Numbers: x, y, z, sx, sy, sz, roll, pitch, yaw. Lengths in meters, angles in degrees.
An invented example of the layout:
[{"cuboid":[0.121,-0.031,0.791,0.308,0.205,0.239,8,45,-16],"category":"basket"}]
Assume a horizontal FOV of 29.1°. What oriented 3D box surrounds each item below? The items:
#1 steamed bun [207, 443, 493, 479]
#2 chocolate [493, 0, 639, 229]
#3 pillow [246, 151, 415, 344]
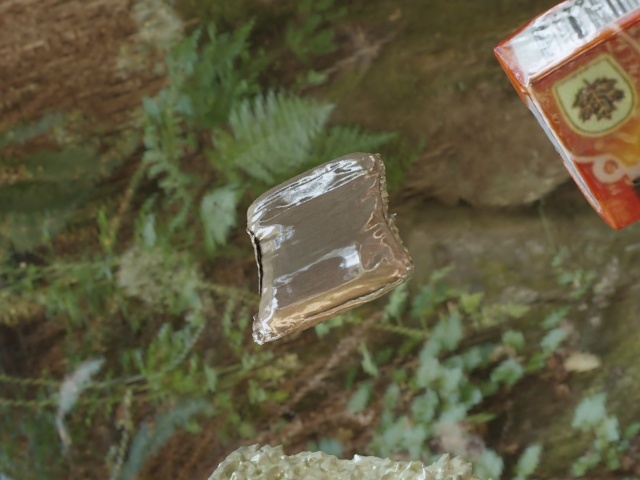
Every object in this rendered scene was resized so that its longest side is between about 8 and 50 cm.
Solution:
[{"cuboid":[0.010,0.318,1.200,0.290,0.272,0.274,-19,-49,-49],"category":"steamed bun"},{"cuboid":[0.335,-0.152,1.241,0.235,0.237,0.108,53,-164,-26],"category":"chocolate"},{"cuboid":[0.003,-0.002,0.995,0.034,0.135,0.211,58,-167,-31],"category":"pillow"}]
